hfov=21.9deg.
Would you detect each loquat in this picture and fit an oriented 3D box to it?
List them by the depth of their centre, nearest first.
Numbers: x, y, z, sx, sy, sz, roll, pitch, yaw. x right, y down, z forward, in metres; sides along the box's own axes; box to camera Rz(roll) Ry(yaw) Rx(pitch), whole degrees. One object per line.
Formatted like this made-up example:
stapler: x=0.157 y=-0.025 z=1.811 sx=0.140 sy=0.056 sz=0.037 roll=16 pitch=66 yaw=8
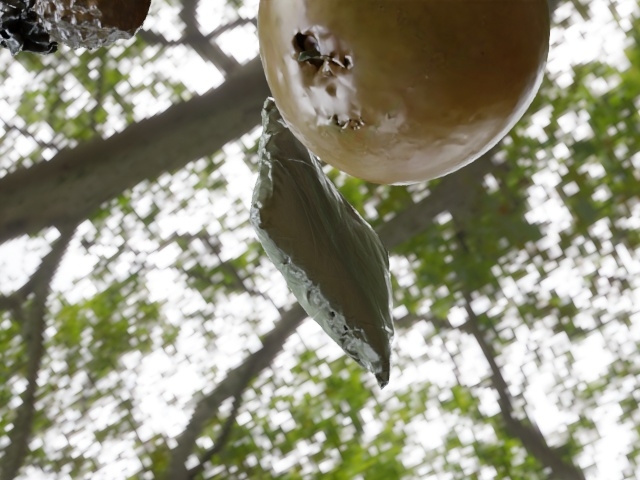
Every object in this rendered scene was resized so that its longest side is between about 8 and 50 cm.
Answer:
loquat: x=0.073 y=-0.177 z=1.429 sx=0.263 sy=0.263 sz=0.263 roll=23 pitch=-128 yaw=-32

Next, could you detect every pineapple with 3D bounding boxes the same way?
pineapple: x=-0.285 y=-0.235 z=1.686 sx=0.119 sy=0.237 sz=0.111 roll=35 pitch=-126 yaw=-51

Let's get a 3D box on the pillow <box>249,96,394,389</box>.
pillow: x=0.001 y=0.002 z=1.937 sx=0.281 sy=0.076 sz=0.274 roll=53 pitch=-161 yaw=-28
